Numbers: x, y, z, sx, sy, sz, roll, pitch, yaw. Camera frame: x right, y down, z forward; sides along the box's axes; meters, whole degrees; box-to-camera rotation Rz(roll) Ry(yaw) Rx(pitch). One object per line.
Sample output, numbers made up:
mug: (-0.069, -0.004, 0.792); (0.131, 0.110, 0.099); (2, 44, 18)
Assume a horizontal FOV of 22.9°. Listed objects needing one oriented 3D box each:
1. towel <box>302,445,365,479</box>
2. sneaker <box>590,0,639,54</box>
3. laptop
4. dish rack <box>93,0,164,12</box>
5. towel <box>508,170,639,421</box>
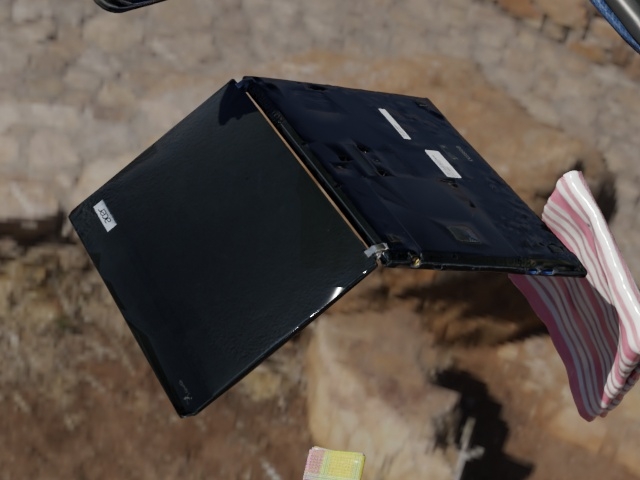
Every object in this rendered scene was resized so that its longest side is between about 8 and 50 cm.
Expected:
towel: (0.011, 0.250, 1.611); (0.060, 0.009, 0.083); (5, 61, 15)
sneaker: (0.170, -0.079, 0.576); (0.330, 0.130, 0.147); (38, 27, -14)
laptop: (0.000, 0.000, 1.091); (0.264, 0.136, 0.234); (3, 33, -33)
dish rack: (-0.094, -0.298, 1.013); (0.074, 0.271, 0.208); (-10, 12, 36)
towel: (0.195, 0.048, 1.183); (0.029, 0.197, 0.144); (-20, 71, -10)
